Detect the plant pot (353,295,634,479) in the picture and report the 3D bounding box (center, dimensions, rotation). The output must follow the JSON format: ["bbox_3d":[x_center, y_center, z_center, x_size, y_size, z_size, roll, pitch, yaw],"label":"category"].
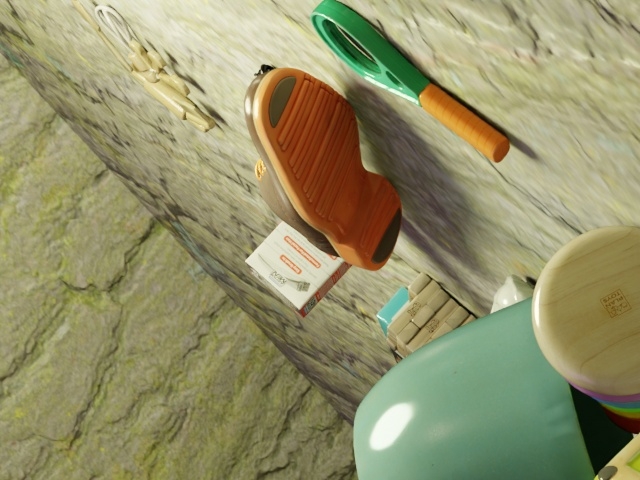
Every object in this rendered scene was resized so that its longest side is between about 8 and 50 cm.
[{"bbox_3d":[0.173,0.216,1.592,0.293,0.235,0.293,-19,-90,-73],"label":"plant pot"}]

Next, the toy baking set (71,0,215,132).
[{"bbox_3d":[-0.244,-0.252,2.293,0.256,0.030,0.197,39,167,24],"label":"toy baking set"}]

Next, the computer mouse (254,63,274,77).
[{"bbox_3d":[-0.027,-0.131,1.884,0.106,0.042,0.193,36,164,14],"label":"computer mouse"}]

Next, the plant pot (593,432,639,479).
[{"bbox_3d":[0.368,0.231,1.316,0.207,0.228,0.227,53,169,-22],"label":"plant pot"}]

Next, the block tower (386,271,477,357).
[{"bbox_3d":[0.228,0.190,2.088,0.335,0.097,0.091,42,170,13],"label":"block tower"}]

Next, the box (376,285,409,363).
[{"bbox_3d":[0.151,0.156,2.350,0.100,0.060,0.244,39,170,22],"label":"box"}]

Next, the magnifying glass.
[{"bbox_3d":[0.077,-0.142,1.446,0.231,0.026,0.092,38,169,26],"label":"magnifying glass"}]

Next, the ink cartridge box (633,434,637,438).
[{"bbox_3d":[0.374,0.284,1.804,0.211,0.121,0.289,48,169,-30],"label":"ink cartridge box"}]

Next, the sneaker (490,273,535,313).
[{"bbox_3d":[0.210,0.117,1.759,0.090,0.115,0.232,40,170,19],"label":"sneaker"}]

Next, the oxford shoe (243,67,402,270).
[{"bbox_3d":[-0.026,-0.075,1.757,0.132,0.130,0.364,16,158,26],"label":"oxford shoe"}]

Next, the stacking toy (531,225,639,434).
[{"bbox_3d":[0.274,0.105,1.426,0.141,0.141,0.330,39,174,23],"label":"stacking toy"}]

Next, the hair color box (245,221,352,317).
[{"bbox_3d":[0.000,0.000,1.955,0.093,0.167,0.053,41,170,14],"label":"hair color box"}]
